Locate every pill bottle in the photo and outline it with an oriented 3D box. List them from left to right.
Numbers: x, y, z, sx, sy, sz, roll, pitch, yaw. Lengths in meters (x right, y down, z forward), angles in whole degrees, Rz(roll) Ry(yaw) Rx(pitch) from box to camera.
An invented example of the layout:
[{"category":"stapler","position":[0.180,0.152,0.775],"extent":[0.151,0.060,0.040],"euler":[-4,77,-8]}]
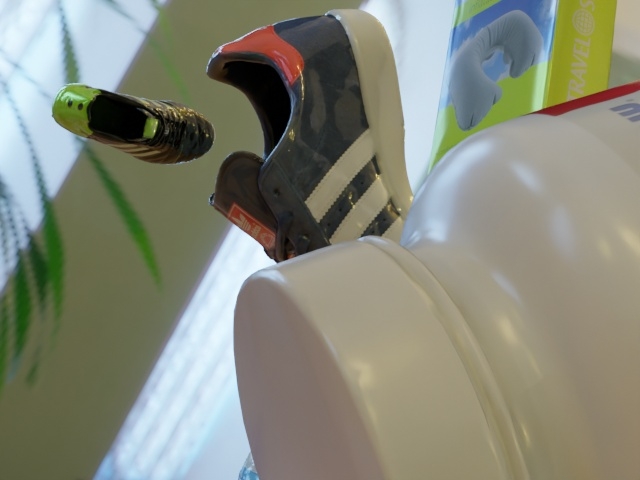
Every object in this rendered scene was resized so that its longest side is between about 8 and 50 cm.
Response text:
[{"category":"pill bottle","position":[0.181,0.036,0.737],"extent":[0.229,0.407,0.229],"euler":[162,-90,-71]}]

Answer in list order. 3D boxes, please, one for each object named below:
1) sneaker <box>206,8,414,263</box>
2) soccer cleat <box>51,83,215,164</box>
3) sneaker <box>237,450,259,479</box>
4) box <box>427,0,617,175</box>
[{"category":"sneaker","position":[0.000,0.000,1.289],"extent":[0.148,0.350,0.131],"euler":[-8,-20,-19]},{"category":"soccer cleat","position":[-0.159,-0.101,1.578],"extent":[0.179,0.060,0.072],"euler":[12,4,-42]},{"category":"sneaker","position":[-0.020,0.184,1.352],"extent":[0.087,0.092,0.229],"euler":[19,6,-2]},{"category":"box","position":[0.113,-0.110,0.943],"extent":[0.042,0.178,0.109],"euler":[19,-21,-25]}]
